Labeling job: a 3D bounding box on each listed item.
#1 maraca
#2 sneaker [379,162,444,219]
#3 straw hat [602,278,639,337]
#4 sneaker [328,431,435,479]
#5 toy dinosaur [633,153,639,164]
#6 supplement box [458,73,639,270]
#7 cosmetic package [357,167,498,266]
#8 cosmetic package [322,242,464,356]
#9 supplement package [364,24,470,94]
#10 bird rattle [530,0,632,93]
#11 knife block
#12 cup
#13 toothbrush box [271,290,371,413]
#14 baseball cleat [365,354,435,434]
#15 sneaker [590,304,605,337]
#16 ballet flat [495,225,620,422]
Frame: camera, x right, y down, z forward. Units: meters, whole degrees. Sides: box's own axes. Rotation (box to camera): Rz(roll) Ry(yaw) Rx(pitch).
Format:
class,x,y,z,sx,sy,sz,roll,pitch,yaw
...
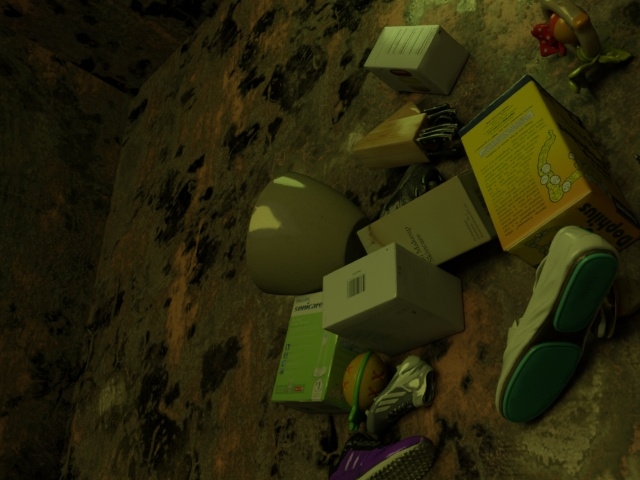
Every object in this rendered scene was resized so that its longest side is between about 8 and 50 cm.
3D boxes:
class,x,y,z,sx,sy,sz,roll,pitch,yaw
maraca,0.097,0.341,1.732,0.099,0.127,0.185,11,81,23
sneaker,0.230,-0.085,1.878,0.227,0.087,0.130,-59,27,-5
straw hat,0.536,0.100,1.352,0.061,0.144,0.144,-4,55,6
sneaker,0.112,0.465,1.628,0.293,0.102,0.146,-42,38,28
toy dinosaur,0.653,-0.146,1.387,0.118,0.064,0.268,-36,44,23
supplement box,0.448,-0.123,1.519,0.195,0.194,0.356,-40,40,29
cosmetic package,0.250,-0.025,1.716,0.309,0.113,0.160,-31,86,40
cosmetic package,0.159,0.140,1.687,0.224,0.225,0.138,-29,48,40
supplement package,0.260,-0.495,2.083,0.244,0.139,0.133,23,84,57
bird rattle,0.545,-0.454,1.638,0.143,0.207,0.253,-30,51,12
knife block,0.235,-0.244,1.939,0.276,0.088,0.242,-36,31,11
cup,0.000,0.000,1.965,0.237,0.331,0.330,11,74,29
toothbrush box,0.013,0.275,1.879,0.206,0.122,0.283,-15,56,48
baseball cleat,0.176,0.352,1.655,0.109,0.072,0.205,37,104,45
sneaker,0.475,0.125,1.408,0.065,0.061,0.158,-8,34,-2
ballet flat,0.410,0.147,1.367,0.139,0.139,0.400,-119,38,-52
